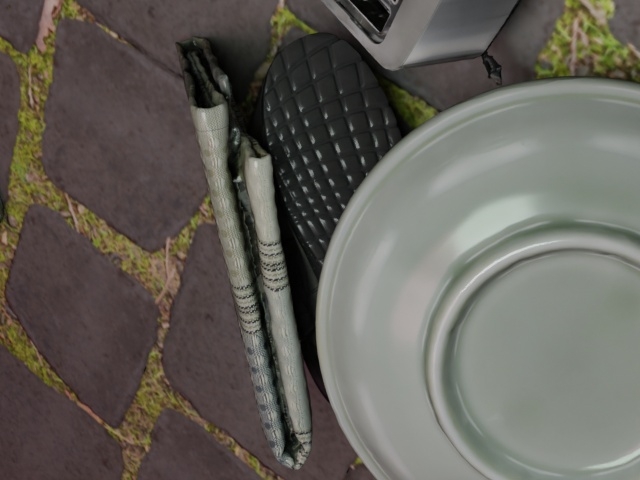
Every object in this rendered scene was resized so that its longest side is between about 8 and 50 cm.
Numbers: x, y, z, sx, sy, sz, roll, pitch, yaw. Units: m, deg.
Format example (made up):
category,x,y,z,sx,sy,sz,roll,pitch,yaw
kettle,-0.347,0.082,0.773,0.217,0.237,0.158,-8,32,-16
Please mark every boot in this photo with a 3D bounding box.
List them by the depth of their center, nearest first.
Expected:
category,x,y,z,sx,sy,sz,roll,pitch,yaw
boot,0.000,0.000,1.261,0.222,0.118,0.338,172,83,-71

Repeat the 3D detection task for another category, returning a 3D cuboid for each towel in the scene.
category,x,y,z,sx,sy,sz,roll,pitch,yaw
towel,-0.064,-0.009,1.263,0.056,0.312,0.324,-13,110,-4

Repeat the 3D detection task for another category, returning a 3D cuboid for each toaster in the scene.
category,x,y,z,sx,sy,sz,roll,pitch,yaw
toaster,0.081,-0.230,1.076,0.186,0.110,0.168,51,137,25

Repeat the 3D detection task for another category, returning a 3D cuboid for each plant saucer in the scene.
category,x,y,z,sx,sy,sz,roll,pitch,yaw
plant saucer,0.189,0.082,1.068,0.400,0.100,0.401,2,107,7

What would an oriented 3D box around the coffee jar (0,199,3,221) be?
category,x,y,z,sx,sy,sz,roll,pitch,yaw
coffee jar,-0.456,-0.045,1.654,0.184,0.079,0.096,0,115,38
